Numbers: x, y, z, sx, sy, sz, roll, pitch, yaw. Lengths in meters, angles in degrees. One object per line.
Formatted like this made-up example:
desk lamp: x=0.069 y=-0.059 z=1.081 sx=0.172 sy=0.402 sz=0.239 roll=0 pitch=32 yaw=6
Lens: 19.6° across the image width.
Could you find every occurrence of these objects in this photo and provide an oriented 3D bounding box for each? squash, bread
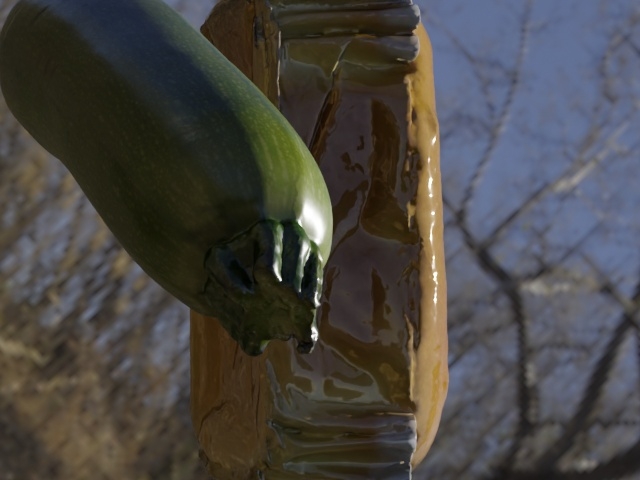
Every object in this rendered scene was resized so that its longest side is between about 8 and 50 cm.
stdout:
squash: x=-0.057 y=-0.040 z=0.607 sx=0.069 sy=0.069 sz=0.258 roll=56 pitch=-8 yaw=-32
bread: x=0.000 y=0.000 z=0.894 sx=0.136 sy=0.107 sz=0.241 roll=160 pitch=-70 yaw=-71
